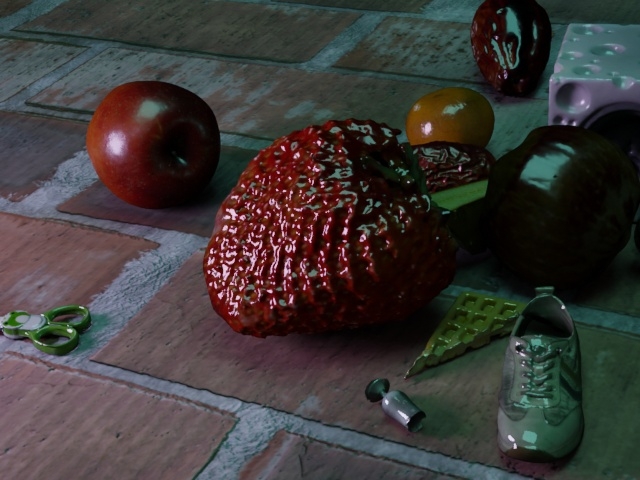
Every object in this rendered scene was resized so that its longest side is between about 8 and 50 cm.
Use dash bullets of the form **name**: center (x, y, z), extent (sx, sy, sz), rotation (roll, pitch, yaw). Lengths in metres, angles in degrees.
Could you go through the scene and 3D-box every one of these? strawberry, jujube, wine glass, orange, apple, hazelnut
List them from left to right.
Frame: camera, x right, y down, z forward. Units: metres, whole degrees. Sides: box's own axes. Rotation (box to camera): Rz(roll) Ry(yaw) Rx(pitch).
- **apple**: center (-0.281, -0.161, 1.946), extent (0.218, 0.218, 0.201), rotation (-20, 27, -22)
- **strawberry**: center (0.000, 0.000, 1.602), extent (0.351, 0.267, 0.312), rotation (-28, 62, 3)
- **wine glass**: center (0.094, 0.206, 1.445), extent (0.039, 0.042, 0.083), rotation (-46, 43, -6)
- **jujube**: center (0.199, -0.108, 1.869), extent (0.176, 0.109, 0.112), rotation (-5, 9, 1)
- **orange**: center (0.225, -0.197, 2.002), extent (0.156, 0.124, 0.156), rotation (-19, 22, 8)
- **jujube**: center (0.373, -0.376, 2.243), extent (0.168, 0.168, 0.236), rotation (-3, 49, 6)
- **hazelnut**: center (0.338, -0.048, 1.639), extent (0.218, 0.234, 0.218), rotation (26, 7, -4)

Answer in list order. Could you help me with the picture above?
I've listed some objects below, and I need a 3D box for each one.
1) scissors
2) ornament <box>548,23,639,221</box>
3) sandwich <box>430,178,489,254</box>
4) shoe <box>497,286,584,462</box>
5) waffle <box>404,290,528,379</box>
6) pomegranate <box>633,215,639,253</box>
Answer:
- **scissors**: center (-0.440, 0.123, 1.687), extent (0.204, 0.027, 0.101), rotation (4, 32, 13)
- **ornament**: center (0.494, -0.189, 1.825), extent (0.239, 0.239, 0.240), rotation (5, 33, 17)
- **sandwich**: center (0.234, -0.037, 1.761), extent (0.244, 0.088, 0.090), rotation (-18, 27, -41)
- **shoe**: center (0.272, 0.165, 1.429), extent (0.103, 0.098, 0.275), rotation (-2, 33, 14)
- **waffle**: center (0.206, 0.138, 1.551), extent (0.125, 0.032, 0.191), rotation (13, 38, 24)
- **pomegranate**: center (0.516, -0.005, 1.664), extent (0.138, 0.163, 0.126), rotation (-31, 76, -11)
